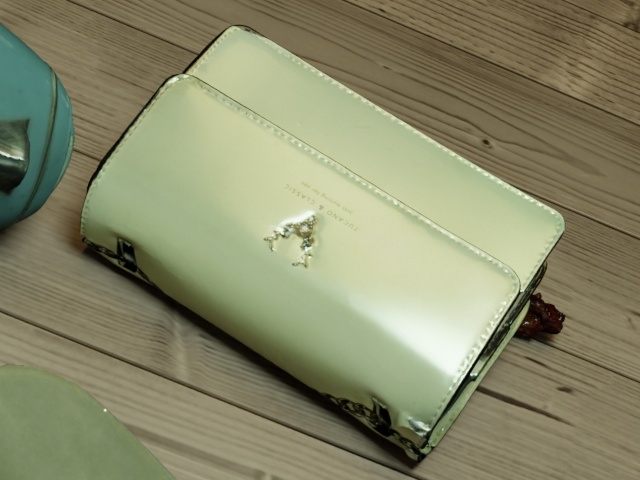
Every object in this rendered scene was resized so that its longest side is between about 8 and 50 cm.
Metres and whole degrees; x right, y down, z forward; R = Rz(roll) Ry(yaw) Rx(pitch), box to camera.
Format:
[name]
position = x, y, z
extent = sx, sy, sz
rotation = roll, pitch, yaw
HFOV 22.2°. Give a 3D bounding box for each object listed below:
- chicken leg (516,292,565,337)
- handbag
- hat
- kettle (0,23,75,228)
[chicken leg]
position = 0.137, 0.049, 1.549
extent = 0.205, 0.053, 0.093
rotation = 21, 15, -16
[handbag]
position = 0.000, 0.000, 1.410
extent = 0.358, 0.160, 0.236
rotation = 32, 60, 11
[hat]
position = -0.172, 0.212, 1.040
extent = 0.245, 0.149, 0.214
rotation = 36, 22, 8
[kettle]
position = -0.374, -0.121, 1.324
extent = 0.342, 0.247, 0.319
rotation = 15, 10, -27
